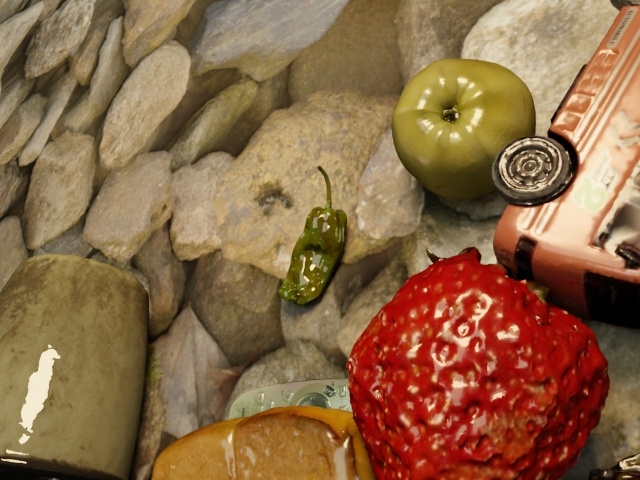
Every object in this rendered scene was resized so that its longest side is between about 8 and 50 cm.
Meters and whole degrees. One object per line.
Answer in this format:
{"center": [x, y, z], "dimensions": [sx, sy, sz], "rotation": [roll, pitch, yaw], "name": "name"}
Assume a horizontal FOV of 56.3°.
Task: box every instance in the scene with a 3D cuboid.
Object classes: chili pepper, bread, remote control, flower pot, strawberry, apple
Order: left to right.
{"center": [-0.411, 0.212, 0.946], "dimensions": [0.293, 0.293, 0.330], "rotation": [-11, 55, 29], "name": "flower pot"}
{"center": [-0.049, 0.374, 0.698], "dimensions": [0.328, 0.148, 0.337], "rotation": [-19, 66, 26], "name": "bread"}
{"center": [-0.014, 0.238, 0.808], "dimensions": [0.256, 0.045, 0.097], "rotation": [-9, 72, 26], "name": "remote control"}
{"center": [0.001, 0.001, 0.896], "dimensions": [0.072, 0.073, 0.204], "rotation": [23, 93, 21], "name": "chili pepper"}
{"center": [0.184, -0.144, 0.778], "dimensions": [0.200, 0.200, 0.200], "rotation": [-15, 61, 27], "name": "apple"}
{"center": [0.142, 0.164, 0.598], "dimensions": [0.257, 0.257, 0.277], "rotation": [16, 73, 38], "name": "strawberry"}

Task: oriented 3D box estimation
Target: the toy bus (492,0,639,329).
{"center": [0.367, -0.109, 0.625], "dimensions": [0.233, 0.203, 0.427], "rotation": [28, 82, 34], "name": "toy bus"}

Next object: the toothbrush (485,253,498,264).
{"center": [0.274, -0.057, 0.770], "dimensions": [0.022, 0.026, 0.263], "rotation": [29, 86, 33], "name": "toothbrush"}

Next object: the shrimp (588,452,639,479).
{"center": [0.367, 0.281, 0.526], "dimensions": [0.289, 0.075, 0.178], "rotation": [-5, 67, 18], "name": "shrimp"}
